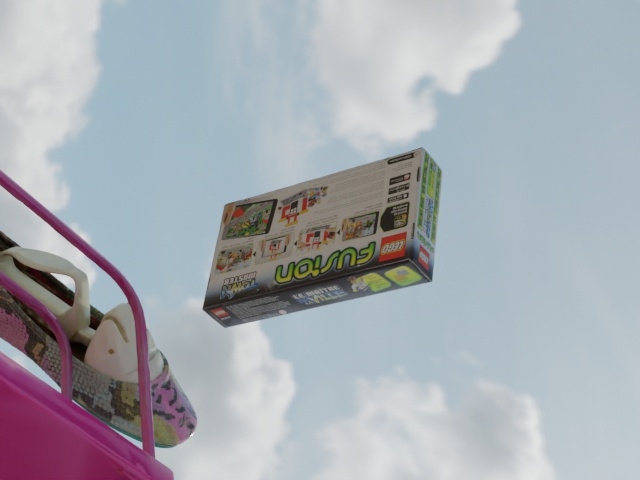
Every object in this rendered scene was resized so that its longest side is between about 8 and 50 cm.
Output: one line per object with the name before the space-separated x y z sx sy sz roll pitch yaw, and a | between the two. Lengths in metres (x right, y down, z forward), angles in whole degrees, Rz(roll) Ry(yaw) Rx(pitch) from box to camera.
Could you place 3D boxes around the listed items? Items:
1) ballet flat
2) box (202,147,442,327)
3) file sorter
ballet flat | -0.175 0.062 0.868 0.221 0.077 0.079 33 -63 13
box | 0.000 0.000 1.016 0.207 0.036 0.114 -14 -130 31
file sorter | -0.271 0.106 0.751 0.290 0.202 0.182 -30 -139 16
